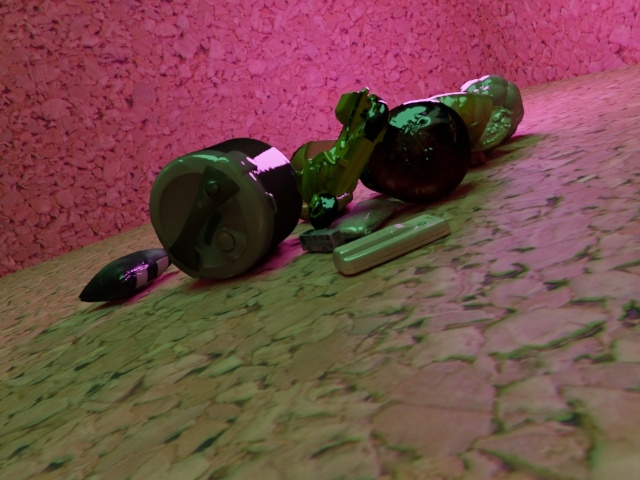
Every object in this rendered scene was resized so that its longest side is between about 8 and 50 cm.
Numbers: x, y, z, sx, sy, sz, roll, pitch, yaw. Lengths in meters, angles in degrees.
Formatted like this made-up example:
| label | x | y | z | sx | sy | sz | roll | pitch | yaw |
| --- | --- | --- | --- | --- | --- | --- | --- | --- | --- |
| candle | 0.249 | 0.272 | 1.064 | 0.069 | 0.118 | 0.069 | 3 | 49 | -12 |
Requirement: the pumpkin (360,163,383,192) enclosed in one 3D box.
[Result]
| label | x | y | z | sx | sy | sz | roll | pitch | yaw |
| --- | --- | --- | --- | --- | --- | --- | --- | --- | --- |
| pumpkin | 0.218 | -0.229 | 1.569 | 0.221 | 0.161 | 0.220 | -8 | 19 | 3 |

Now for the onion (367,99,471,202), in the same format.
| label | x | y | z | sx | sy | sz | roll | pitch | yaw |
| --- | --- | --- | --- | --- | --- | --- | --- | --- | --- |
| onion | 0.260 | -0.217 | 1.343 | 0.273 | 0.272 | 0.285 | -14 | -19 | 20 |

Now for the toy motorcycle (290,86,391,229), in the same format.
| label | x | y | z | sx | sy | sz | roll | pitch | yaw |
| --- | --- | --- | --- | --- | --- | --- | --- | --- | --- |
| toy motorcycle | 0.048 | -0.196 | 1.256 | 0.142 | 0.342 | 0.206 | 22 | 11 | -39 |

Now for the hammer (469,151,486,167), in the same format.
| label | x | y | z | sx | sy | sz | roll | pitch | yaw |
| --- | --- | --- | --- | --- | --- | --- | --- | --- | --- |
| hammer | 0.449 | -0.239 | 1.543 | 0.083 | 0.043 | 0.043 | -11 | 16 | 25 |

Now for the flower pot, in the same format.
| label | x | y | z | sx | sy | sz | roll | pitch | yaw |
| --- | --- | --- | --- | --- | --- | --- | --- | --- | --- |
| flower pot | 0.575 | -0.446 | 1.784 | 0.195 | 0.246 | 0.246 | -29 | 16 | -32 |

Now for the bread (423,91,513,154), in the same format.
| label | x | y | z | sx | sy | sz | roll | pitch | yaw |
| --- | --- | --- | --- | --- | --- | --- | --- | --- | --- |
| bread | 0.414 | -0.333 | 1.581 | 0.333 | 0.159 | 0.333 | 3 | -5 | 0 |

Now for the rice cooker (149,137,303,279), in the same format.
| label | x | y | z | sx | sy | sz | roll | pitch | yaw |
| --- | --- | --- | --- | --- | --- | --- | --- | --- | --- |
| rice cooker | -0.236 | -0.082 | 1.292 | 0.336 | 0.334 | 0.325 | -13 | 15 | 24 |

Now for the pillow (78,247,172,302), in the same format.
| label | x | y | z | sx | sy | sz | roll | pitch | yaw |
| --- | --- | --- | --- | --- | --- | --- | --- | --- | --- |
| pillow | -0.530 | 0.091 | 1.458 | 0.186 | 0.105 | 0.250 | -21 | 9 | 27 |

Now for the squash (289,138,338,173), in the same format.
| label | x | y | z | sx | sy | sz | roll | pitch | yaw |
| --- | --- | --- | --- | --- | --- | --- | --- | --- | --- |
| squash | -0.017 | -0.310 | 2.130 | 0.234 | 0.210 | 0.309 | -10 | 13 | -22 |

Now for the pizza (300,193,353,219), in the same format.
| label | x | y | z | sx | sy | sz | roll | pitch | yaw |
| --- | --- | --- | --- | --- | --- | --- | --- | --- | --- |
| pizza | 0.006 | -0.101 | 1.580 | 0.197 | 0.058 | 0.292 | -17 | 12 | 13 |

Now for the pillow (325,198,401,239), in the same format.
| label | x | y | z | sx | sy | sz | roll | pitch | yaw |
| --- | --- | --- | --- | --- | --- | --- | --- | --- | --- |
| pillow | 0.105 | -0.055 | 1.267 | 0.128 | 0.050 | 0.229 | -2 | 22 | 30 |

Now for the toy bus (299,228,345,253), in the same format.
| label | x | y | z | sx | sy | sz | roll | pitch | yaw |
| --- | --- | --- | --- | --- | --- | --- | --- | --- | --- |
| toy bus | 0.000 | 0.000 | 1.192 | 0.037 | 0.052 | 0.131 | -31 | 17 | -33 |

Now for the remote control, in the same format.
| label | x | y | z | sx | sy | sz | roll | pitch | yaw |
| --- | --- | --- | --- | --- | --- | --- | --- | --- | --- |
| remote control | 0.134 | 0.001 | 1.007 | 0.230 | 0.049 | 0.090 | -22 | 16 | -16 |
